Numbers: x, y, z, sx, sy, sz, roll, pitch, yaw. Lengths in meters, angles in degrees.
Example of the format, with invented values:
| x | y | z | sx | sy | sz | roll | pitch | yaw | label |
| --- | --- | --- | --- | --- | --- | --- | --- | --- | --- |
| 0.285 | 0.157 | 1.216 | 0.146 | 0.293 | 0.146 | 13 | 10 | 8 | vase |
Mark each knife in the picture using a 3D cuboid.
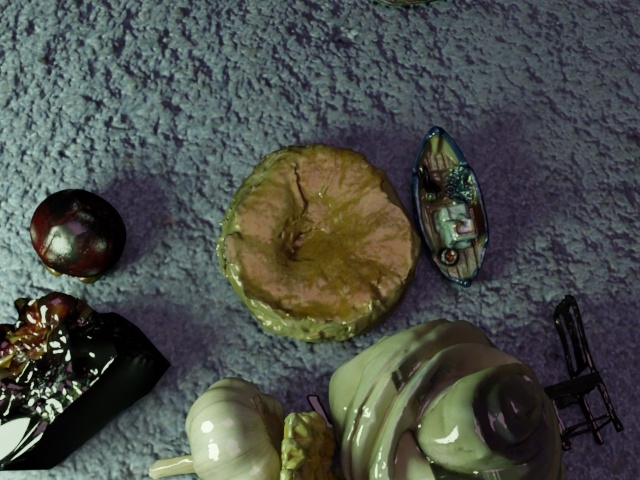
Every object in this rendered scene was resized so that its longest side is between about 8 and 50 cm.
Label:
| x | y | z | sx | sy | sz | roll | pitch | yaw | label |
| --- | --- | --- | --- | --- | --- | --- | --- | --- | --- |
| 0.029 | 0.304 | 1.819 | 0.023 | 0.010 | 0.170 | -30 | 76 | -8 | knife |

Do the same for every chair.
| x | y | z | sx | sy | sz | roll | pitch | yaw | label |
| --- | --- | --- | --- | --- | --- | --- | --- | --- | --- |
| 0.365 | 0.209 | 1.831 | 0.113 | 0.106 | 0.229 | -14 | 69 | -14 | chair |

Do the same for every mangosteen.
| x | y | z | sx | sy | sz | roll | pitch | yaw | label |
| --- | --- | --- | --- | --- | --- | --- | --- | --- | --- |
| -0.375 | -0.002 | 1.843 | 0.152 | 0.152 | 0.153 | 2 | 69 | -4 | mangosteen |

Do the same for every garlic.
| x | y | z | sx | sy | sz | roll | pitch | yaw | label |
| --- | --- | --- | --- | --- | --- | --- | --- | --- | --- |
| -0.156 | 0.311 | 1.729 | 0.226 | 0.199 | 0.199 | -24 | 70 | 17 | garlic |

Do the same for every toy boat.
| x | y | z | sx | sy | sz | roll | pitch | yaw | label |
| --- | --- | --- | --- | --- | --- | --- | --- | --- | --- |
| 0.208 | -0.055 | 1.914 | 0.114 | 0.115 | 0.262 | -9 | 70 | -8 | toy boat |

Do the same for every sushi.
| x | y | z | sx | sy | sz | roll | pitch | yaw | label |
| --- | --- | --- | --- | --- | --- | --- | --- | --- | --- |
| -0.389 | 0.187 | 1.744 | 0.227 | 0.215 | 0.212 | -44 | 72 | 3 | sushi |

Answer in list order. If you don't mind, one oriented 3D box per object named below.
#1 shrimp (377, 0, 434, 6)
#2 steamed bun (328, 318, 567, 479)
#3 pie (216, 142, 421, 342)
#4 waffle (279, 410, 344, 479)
| x | y | z | sx | sy | sz | roll | pitch | yaw | label |
| --- | --- | --- | --- | --- | --- | --- | --- | --- | --- |
| 0.199 | -0.515 | 2.124 | 0.364 | 0.071 | 0.233 | 4 | 78 | -4 | shrimp |
| 0.209 | 0.270 | 1.700 | 0.394 | 0.237 | 0.347 | 34 | 63 | -2 | steamed bun |
| 0.000 | 0.000 | 1.895 | 0.339 | 0.083 | 0.340 | 2 | 68 | -6 | pie |
| -0.007 | 0.366 | 1.678 | 0.056 | 0.250 | 0.261 | -7 | 70 | 20 | waffle |
